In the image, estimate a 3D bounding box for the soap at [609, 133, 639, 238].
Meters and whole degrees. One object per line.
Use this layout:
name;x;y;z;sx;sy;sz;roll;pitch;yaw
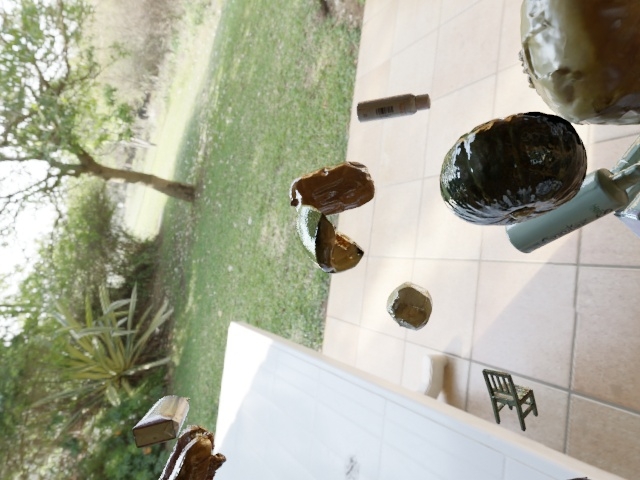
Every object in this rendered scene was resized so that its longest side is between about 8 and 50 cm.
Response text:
soap;0.957;-0.196;1.102;0.446;0.156;0.261;-50;21;-1

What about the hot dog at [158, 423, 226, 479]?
hot dog;-0.337;0.625;0.999;0.158;0.117;0.349;3;68;64

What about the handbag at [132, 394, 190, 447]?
handbag;-0.439;0.509;1.180;0.173;0.117;0.095;-134;33;-86

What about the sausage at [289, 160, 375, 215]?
sausage;0.031;-0.139;1.152;0.120;0.241;0.136;75;-179;-48

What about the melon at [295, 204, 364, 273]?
melon;0.000;0.000;0.755;0.128;0.160;0.079;37;91;41

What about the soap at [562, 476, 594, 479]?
soap;0.589;0.682;1.038;0.135;0.233;0.076;-95;-13;-46

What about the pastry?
pastry;0.536;-0.380;0.709;0.245;0.409;0.410;-104;30;-73

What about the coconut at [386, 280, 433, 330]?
coconut;0.352;0.254;1.641;0.194;0.194;0.194;-29;57;57

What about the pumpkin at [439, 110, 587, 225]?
pumpkin;0.287;-0.105;0.633;0.211;0.211;0.152;-29;71;57

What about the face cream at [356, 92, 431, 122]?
face cream;0.267;-0.487;1.525;0.269;0.082;0.082;-1;78;26

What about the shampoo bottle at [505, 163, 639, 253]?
shampoo bottle;0.489;-0.064;0.810;0.262;0.085;0.085;-44;44;52

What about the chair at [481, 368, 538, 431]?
chair;0.829;0.663;1.824;0.136;0.147;0.270;-9;100;54
